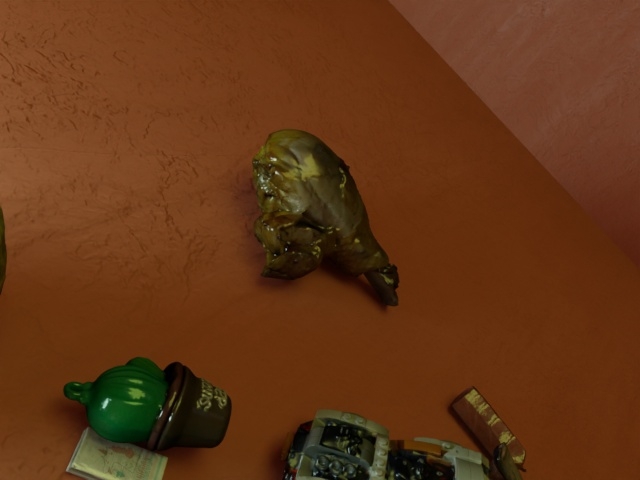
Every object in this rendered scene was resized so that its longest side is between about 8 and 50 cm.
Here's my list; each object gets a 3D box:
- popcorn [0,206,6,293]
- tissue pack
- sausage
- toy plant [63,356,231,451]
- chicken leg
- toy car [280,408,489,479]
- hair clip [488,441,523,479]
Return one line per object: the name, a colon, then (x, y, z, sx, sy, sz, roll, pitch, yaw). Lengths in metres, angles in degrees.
popcorn: (-0.464, 0.021, 0.613, 0.277, 0.225, 0.276, 15, 50, -18)
tissue pack: (-0.242, 0.269, 0.736, 0.108, 0.023, 0.056, 30, 38, -17)
sausage: (0.318, 0.353, 1.135, 0.169, 0.065, 0.065, 51, 37, 9)
toy plant: (-0.213, 0.197, 0.765, 0.201, 0.105, 0.143, 23, 15, -17)
chicken leg: (0.000, 0.000, 1.144, 0.409, 0.182, 0.295, 50, 44, -18)
toy car: (0.091, 0.333, 0.842, 0.301, 0.118, 0.193, 18, 28, 5)
hair clip: (0.372, 0.477, 1.057, 0.300, 0.069, 0.173, 53, 38, -4)
